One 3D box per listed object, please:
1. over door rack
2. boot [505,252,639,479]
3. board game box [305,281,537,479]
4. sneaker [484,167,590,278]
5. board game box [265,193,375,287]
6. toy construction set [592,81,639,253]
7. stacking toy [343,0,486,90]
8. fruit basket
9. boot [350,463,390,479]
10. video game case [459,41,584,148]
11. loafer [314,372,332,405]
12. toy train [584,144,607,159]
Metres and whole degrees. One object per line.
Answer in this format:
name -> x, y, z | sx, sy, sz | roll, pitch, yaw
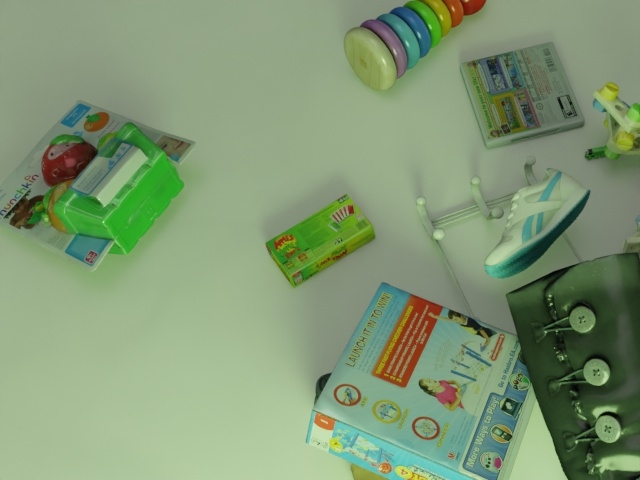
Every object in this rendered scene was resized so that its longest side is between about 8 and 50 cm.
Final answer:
over door rack -> 0.328, 0.009, 1.831 | 0.239, 0.108, 0.324 | -19, 57, -1
boot -> 0.495, 0.228, 1.523 | 0.367, 0.146, 0.445 | -19, 69, 24
board game box -> 0.175, 0.241, 1.639 | 0.302, 0.086, 0.308 | 22, 44, 12
sneaker -> 0.347, -0.027, 1.757 | 0.228, 0.087, 0.092 | -42, 66, -18
board game box -> 0.000, 0.000, 1.936 | 0.181, 0.043, 0.092 | -31, 57, -10
toy construction set -> 0.600, -0.124, 1.836 | 0.215, 0.151, 0.328 | 5, 64, -16
stacking toy -> 0.210, -0.447, 2.134 | 0.330, 0.141, 0.141 | -38, 59, -18
fruit basket -> -0.461, -0.127, 2.036 | 0.353, 0.165, 0.327 | 26, 66, 28
boot -> 0.199, 0.416, 1.608 | 0.236, 0.089, 0.269 | -22, 55, -4
video game case -> 0.392, -0.287, 2.057 | 0.193, 0.023, 0.212 | -13, 57, 2
loafer -> 0.121, 0.278, 1.723 | 0.267, 0.084, 0.096 | 9, 34, 0
toy train -> 0.534, -0.168, 1.954 | 0.083, 0.024, 0.017 | -11, 57, 3
